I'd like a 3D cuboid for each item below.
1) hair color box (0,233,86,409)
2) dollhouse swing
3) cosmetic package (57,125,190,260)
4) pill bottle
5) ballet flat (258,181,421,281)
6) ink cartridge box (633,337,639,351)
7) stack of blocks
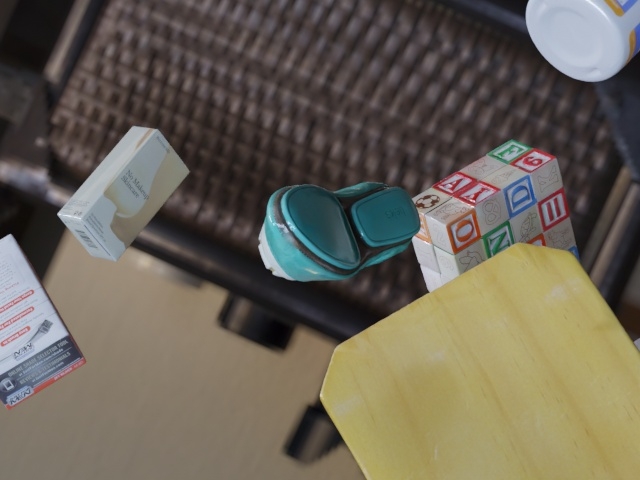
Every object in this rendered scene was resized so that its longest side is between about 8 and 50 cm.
[{"bbox_3d":[-0.311,0.079,1.688,0.167,0.093,0.053,53,171,43],"label":"hair color box"},{"bbox_3d":[0.210,0.238,1.715,0.305,0.347,0.315,56,175,40],"label":"dollhouse swing"},{"bbox_3d":[-0.177,-0.043,1.530,0.041,0.115,0.060,11,146,47],"label":"cosmetic package"},{"bbox_3d":[0.405,-0.343,2.228,0.152,0.272,0.152,32,147,23],"label":"pill bottle"},{"bbox_3d":[0.000,0.000,1.402,0.247,0.087,0.083,-9,-106,-63],"label":"ballet flat"},{"bbox_3d":[0.418,0.315,1.902,0.395,0.270,0.151,51,164,36],"label":"ink cartridge box"},{"bbox_3d":[0.226,0.050,2.056,0.087,0.171,0.297,30,145,52],"label":"stack of blocks"}]
